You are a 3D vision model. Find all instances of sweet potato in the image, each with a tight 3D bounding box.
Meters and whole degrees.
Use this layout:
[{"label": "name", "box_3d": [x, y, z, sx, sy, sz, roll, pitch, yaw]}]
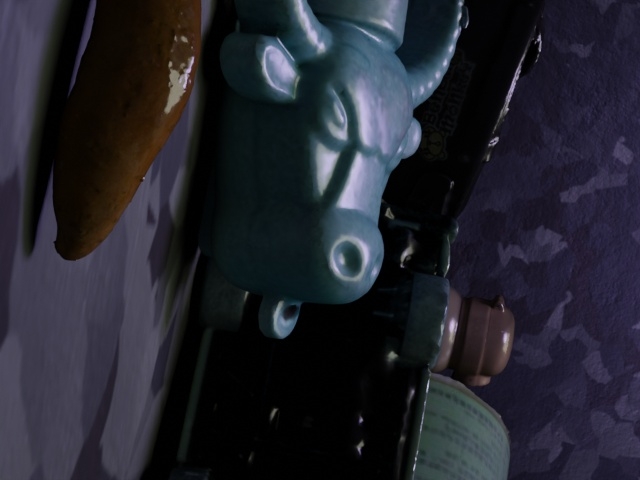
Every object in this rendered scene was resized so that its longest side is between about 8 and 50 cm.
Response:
[{"label": "sweet potato", "box_3d": [-0.053, -0.080, 0.468, 0.044, 0.044, 0.179, -30, 133, -84]}]

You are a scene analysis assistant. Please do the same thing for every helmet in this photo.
[{"label": "helmet", "box_3d": [0.102, -0.135, 1.446, 0.278, 0.160, 0.230, -64, 178, 12]}]

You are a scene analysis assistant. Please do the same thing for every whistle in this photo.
[{"label": "whistle", "box_3d": [-0.001, -0.087, 0.763, 0.186, 0.093, 0.273, 19, 78, -59]}]

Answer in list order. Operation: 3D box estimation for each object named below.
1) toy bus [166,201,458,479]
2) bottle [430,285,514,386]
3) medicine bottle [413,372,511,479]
[{"label": "toy bus", "box_3d": [-0.013, 0.124, 0.834, 0.164, 0.134, 0.276, 99, 2, -68]}, {"label": "bottle", "box_3d": [0.095, 0.094, 1.601, 0.097, 0.209, 0.110, -60, 162, -74]}, {"label": "medicine bottle", "box_3d": [0.047, 0.345, 1.480, 0.235, 0.236, 0.406, 96, 6, -48]}]
